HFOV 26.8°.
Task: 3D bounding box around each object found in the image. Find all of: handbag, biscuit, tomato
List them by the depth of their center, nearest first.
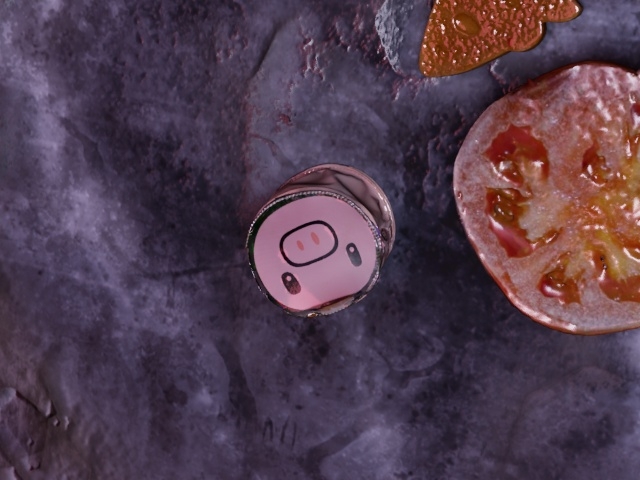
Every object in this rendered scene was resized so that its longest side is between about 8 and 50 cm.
[{"bbox_3d":[0.328,-0.059,1.591,0.338,0.143,0.338,9,111,24],"label":"tomato"},{"bbox_3d":[0.218,-0.301,1.626,0.183,0.043,0.280,45,121,9],"label":"biscuit"},{"bbox_3d":[-0.001,0.000,1.757,0.205,0.116,0.179,-25,95,25],"label":"handbag"}]
